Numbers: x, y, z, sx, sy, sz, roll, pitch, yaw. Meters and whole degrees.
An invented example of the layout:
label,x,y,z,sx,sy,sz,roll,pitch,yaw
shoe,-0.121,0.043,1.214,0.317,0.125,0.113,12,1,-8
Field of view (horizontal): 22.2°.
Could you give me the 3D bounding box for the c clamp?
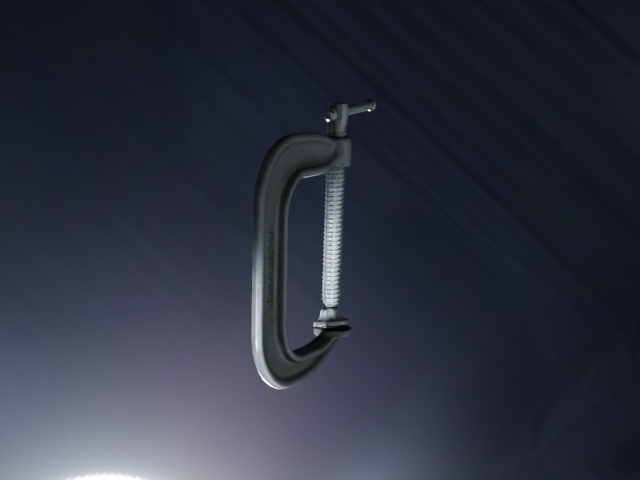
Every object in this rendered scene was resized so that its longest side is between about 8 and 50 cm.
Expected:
label,x,y,z,sx,sy,sz,roll,pitch,yaw
c clamp,0.000,0.000,0.907,0.137,0.022,0.160,-6,-79,-64
